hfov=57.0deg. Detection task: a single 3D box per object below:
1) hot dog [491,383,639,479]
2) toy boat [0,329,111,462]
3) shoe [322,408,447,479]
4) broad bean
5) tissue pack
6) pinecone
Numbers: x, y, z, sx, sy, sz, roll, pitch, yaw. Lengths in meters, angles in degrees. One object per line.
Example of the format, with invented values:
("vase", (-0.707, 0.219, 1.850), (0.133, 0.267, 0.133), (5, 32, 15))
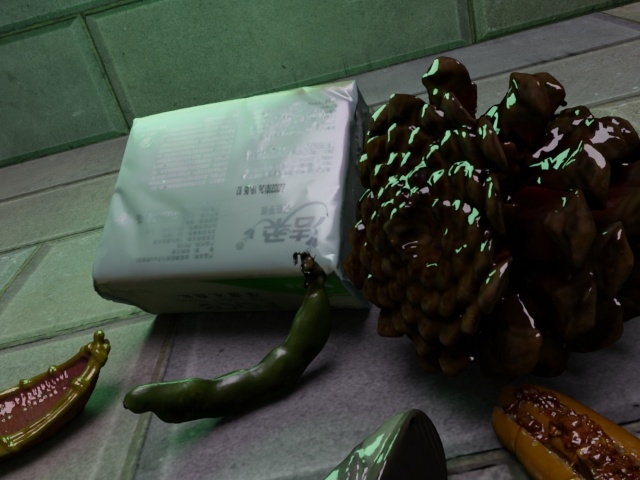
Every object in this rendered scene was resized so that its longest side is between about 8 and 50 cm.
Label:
("hot dog", (0.249, 0.202, 0.527), (0.102, 0.076, 0.249), (-19, 26, -15))
("toy boat", (-0.424, 0.237, 0.798), (0.317, 0.099, 0.141), (-29, 30, -19))
("shoe", (0.022, 0.258, 0.523), (0.098, 0.103, 0.275), (-7, 24, 46))
("broad bean", (-0.092, 0.147, 0.740), (0.292, 0.144, 0.049), (-38, 25, -7))
("tissue pack", (-0.117, -0.053, 0.949), (0.404, 0.205, 0.332), (-3, 66, 20))
("pinecone", (0.232, -0.023, 0.686), (0.384, 0.385, 0.384), (-12, 28, 7))
